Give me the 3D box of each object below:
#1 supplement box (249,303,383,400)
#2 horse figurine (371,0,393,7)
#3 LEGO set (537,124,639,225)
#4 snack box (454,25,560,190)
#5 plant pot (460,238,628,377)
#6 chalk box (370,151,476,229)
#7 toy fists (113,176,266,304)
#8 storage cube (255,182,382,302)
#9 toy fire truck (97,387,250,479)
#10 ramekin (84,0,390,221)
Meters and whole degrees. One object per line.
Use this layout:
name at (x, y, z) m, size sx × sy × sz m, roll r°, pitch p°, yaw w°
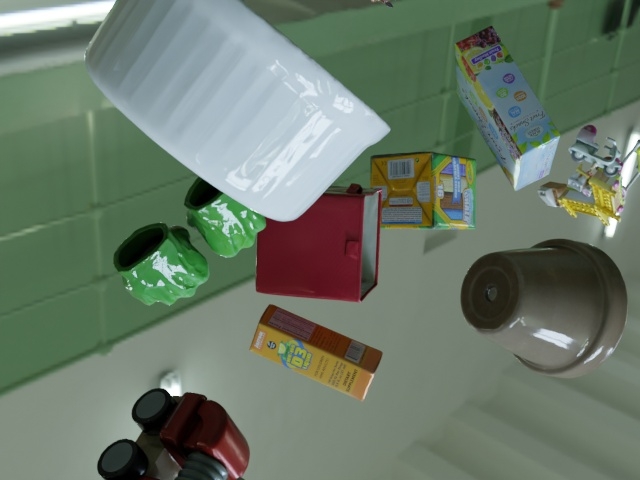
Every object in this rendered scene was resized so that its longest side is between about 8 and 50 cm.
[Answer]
supplement box at (-0.009, 0.205, 1.561) m, size 0.233 × 0.078 × 0.080 m, roll 23°, pitch -149°, yaw 8°
horse figurine at (-0.020, -0.402, 1.182) m, size 0.263 × 0.174 × 0.066 m, roll 1°, pitch -109°, yaw 1°
LEGO set at (0.445, -0.104, 1.342) m, size 0.132 × 0.107 × 0.287 m, roll 39°, pitch 174°, yaw 10°
snack box at (0.286, -0.201, 1.319) m, size 0.070 × 0.174 × 0.207 m, roll -26°, pitch -106°, yaw 2°
plant pot at (0.385, 0.109, 1.547) m, size 0.229 × 0.263 × 0.263 m, roll 14°, pitch -162°, yaw -36°
chalk box at (0.269, -0.113, 2.072) m, size 0.180 × 0.179 × 0.289 m, roll 0°, pitch 179°, yaw 37°
toy fists at (-0.208, -0.004, 1.404) m, size 0.279 × 0.142 × 0.096 m, roll -41°, pitch -134°, yaw -7°
storage cube at (0.000, 0.000, 1.539) m, size 0.193 × 0.215 × 0.183 m, roll 5°, pitch -171°, yaw 13°
toy fire truck at (-0.152, 0.287, 1.009) m, size 0.246 × 0.159 × 0.217 m, roll 2°, pitch -136°, yaw 33°
ramekin at (-0.081, -0.141, 0.787) m, size 0.277 × 0.135 × 0.277 m, roll 39°, pitch -171°, yaw -7°
